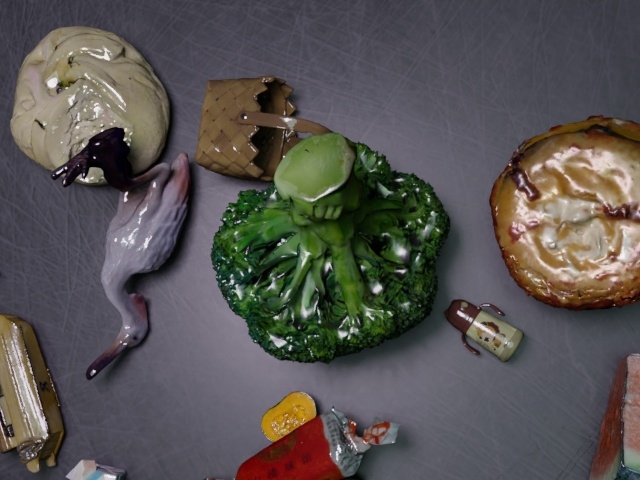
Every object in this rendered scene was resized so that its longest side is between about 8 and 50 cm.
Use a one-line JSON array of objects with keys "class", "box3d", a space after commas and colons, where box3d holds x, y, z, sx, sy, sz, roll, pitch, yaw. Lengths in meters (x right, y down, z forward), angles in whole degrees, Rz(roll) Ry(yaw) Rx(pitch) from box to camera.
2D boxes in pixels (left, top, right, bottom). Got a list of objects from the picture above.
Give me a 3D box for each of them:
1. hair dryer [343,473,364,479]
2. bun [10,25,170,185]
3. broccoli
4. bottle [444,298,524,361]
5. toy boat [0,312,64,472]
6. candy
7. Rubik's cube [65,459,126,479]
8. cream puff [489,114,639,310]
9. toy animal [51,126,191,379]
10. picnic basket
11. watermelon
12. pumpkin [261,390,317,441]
[{"class": "hair dryer", "box3d": [0.063, 0.438, 1.117, 0.245, 0.116, 0.302, 4, 76, 6]}, {"class": "bun", "box3d": [-0.321, -0.183, 1.240, 0.237, 0.116, 0.210, 43, 90, 12]}, {"class": "broccoli", "box3d": [0.000, 0.000, 1.087, 0.298, 0.297, 0.297, -7, 59, 11]}, {"class": "bottle", "box3d": [0.205, 0.112, 1.161, 0.101, 0.047, 0.063, 32, 79, 12]}, {"class": "toy boat", "box3d": [-0.410, 0.202, 1.226, 0.088, 0.068, 0.225, -23, 80, 10]}, {"class": "candy", "box3d": [-0.031, 0.284, 1.147, 0.292, 0.059, 0.086, -30, 51, 14]}, {"class": "Rubik's cube", "box3d": [-0.301, 0.326, 1.188, 0.073, 0.084, 0.075, 11, 68, 5]}, {"class": "cream puff", "box3d": [0.325, -0.031, 1.104, 0.240, 0.164, 0.239, 3, 96, 25]}, {"class": "toy animal", "box3d": [-0.248, 0.003, 1.208, 0.090, 0.195, 0.324, 18, 117, 45]}, {"class": "picnic basket", "box3d": [-0.063, -0.145, 1.191, 0.179, 0.128, 0.137, 7, 86, 26]}, {"class": "watermelon", "box3d": [0.454, 0.219, 1.071, 0.319, 0.148, 0.226, -26, 72, 2]}, {"class": "pumpkin", "box3d": [-0.039, 0.229, 1.189, 0.083, 0.028, 0.050, -31, 81, 11]}]
